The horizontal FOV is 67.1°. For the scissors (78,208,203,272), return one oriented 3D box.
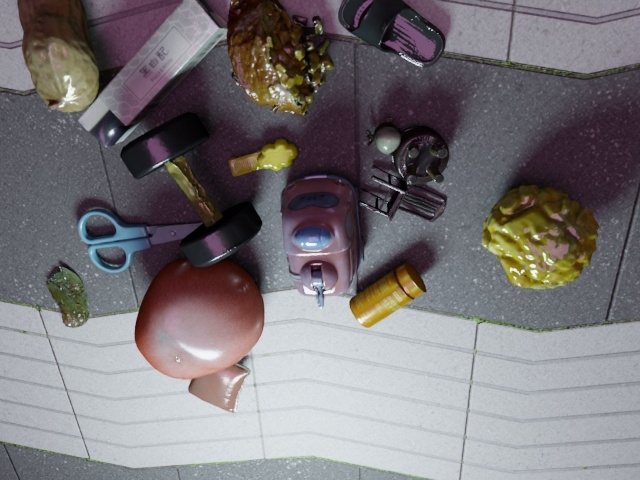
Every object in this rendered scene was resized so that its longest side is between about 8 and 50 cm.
[{"bbox_3d":[-0.440,-0.017,1.323,0.446,0.029,0.193,-7,114,8],"label":"scissors"}]

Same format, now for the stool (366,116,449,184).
[{"bbox_3d":[0.206,-0.204,1.105,0.217,0.121,0.125,27,117,-12],"label":"stool"}]

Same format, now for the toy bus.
[{"bbox_3d":[0.000,0.000,1.162,0.197,0.232,0.294,-2,116,8],"label":"toy bus"}]

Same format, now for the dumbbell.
[{"bbox_3d":[-0.300,-0.119,1.152,0.203,0.204,0.323,-25,106,17],"label":"dumbbell"}]

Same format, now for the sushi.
[{"bbox_3d":[-0.093,-0.406,1.031,0.179,0.167,0.297,-7,109,35],"label":"sushi"}]

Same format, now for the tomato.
[{"bbox_3d":[-0.320,0.215,1.281,0.341,0.273,0.342,3,115,6],"label":"tomato"}]

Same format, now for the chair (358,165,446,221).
[{"bbox_3d":[0.205,-0.093,1.164,0.212,0.101,0.084,25,116,-4],"label":"chair"}]

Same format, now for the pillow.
[{"bbox_3d":[-0.313,0.430,1.491,0.171,0.075,0.179,23,113,2],"label":"pillow"}]

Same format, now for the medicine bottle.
[{"bbox_3d":[0.176,0.147,1.284,0.191,0.096,0.096,-36,106,21],"label":"medicine bottle"}]

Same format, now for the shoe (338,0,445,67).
[{"bbox_3d":[0.154,-0.446,1.009,0.240,0.093,0.108,26,117,-7],"label":"shoe"}]

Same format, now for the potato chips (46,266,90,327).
[{"bbox_3d":[-0.762,0.170,1.455,0.142,0.026,0.209,21,116,0],"label":"potato chips"}]

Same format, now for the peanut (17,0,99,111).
[{"bbox_3d":[-0.567,-0.433,1.044,0.159,0.143,0.292,-11,89,55],"label":"peanut"}]

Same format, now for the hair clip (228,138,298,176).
[{"bbox_3d":[-0.140,-0.203,1.187,0.173,0.046,0.072,-10,117,10],"label":"hair clip"}]

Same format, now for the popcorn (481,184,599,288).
[{"bbox_3d":[0.504,-0.011,1.114,0.249,0.225,0.250,5,105,20],"label":"popcorn"}]

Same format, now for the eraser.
[{"bbox_3d":[-0.383,-0.380,1.105,0.403,0.098,0.096,-36,105,20],"label":"eraser"}]
